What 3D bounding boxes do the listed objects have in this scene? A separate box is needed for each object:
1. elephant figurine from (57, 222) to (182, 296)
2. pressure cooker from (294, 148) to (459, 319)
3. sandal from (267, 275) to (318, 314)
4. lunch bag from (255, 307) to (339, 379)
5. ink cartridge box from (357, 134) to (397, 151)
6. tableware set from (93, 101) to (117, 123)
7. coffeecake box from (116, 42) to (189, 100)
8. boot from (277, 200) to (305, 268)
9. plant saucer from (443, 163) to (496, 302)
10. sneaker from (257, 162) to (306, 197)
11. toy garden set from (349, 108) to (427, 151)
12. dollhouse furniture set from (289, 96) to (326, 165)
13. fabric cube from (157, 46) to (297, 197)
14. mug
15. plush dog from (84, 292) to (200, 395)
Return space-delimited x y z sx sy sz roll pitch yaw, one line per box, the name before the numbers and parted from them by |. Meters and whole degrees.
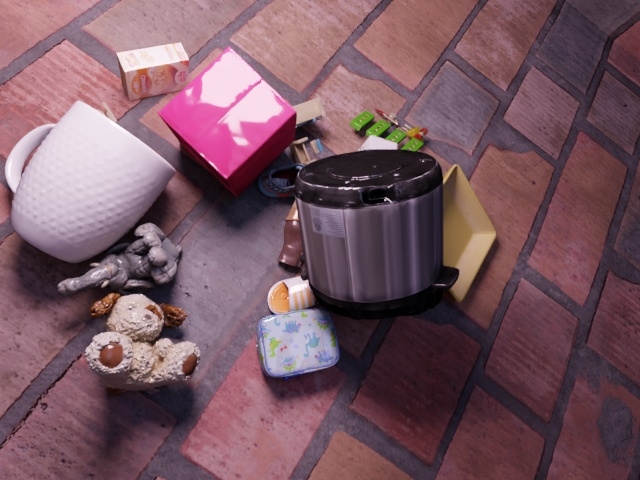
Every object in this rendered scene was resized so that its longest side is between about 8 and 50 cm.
elephant figurine | -0.497 0.069 1.097 0.239 0.186 0.169 -27 44 0
pressure cooker | 0.126 0.003 1.112 0.375 0.370 0.420 -12 114 -10
sandal | -0.026 0.141 1.263 0.265 0.076 0.102 -13 76 -22
lunch bag | -0.065 0.285 1.191 0.219 0.090 0.176 -6 73 -20
ink cartridge box | 0.183 -0.287 1.451 0.099 0.135 0.056 12 71 -14
tableware set | -0.627 -0.294 1.237 0.128 0.039 0.194 -32 78 -13
coffeecake box | -0.499 -0.506 1.294 0.185 0.142 0.068 -23 81 -24
boot | 0.000 0.000 1.336 0.248 0.090 0.207 15 82 -18
plant saucer | 0.424 -0.022 1.420 0.333 0.081 0.332 51 61 -25
sneaker | -0.056 -0.184 1.337 0.262 0.125 0.104 -8 84 -20
toy garden set | 0.253 -0.386 1.542 0.244 0.049 0.204 34 49 14
dollhouse furniture set | -0.053 -0.349 1.417 0.129 0.129 0.183 -27 106 -25
fabric cube | -0.248 -0.318 1.218 0.259 0.254 0.258 44 84 -1
mug | -0.610 -0.148 1.069 0.374 0.276 0.328 32 82 11
plush dog | -0.447 0.239 1.043 0.262 0.210 0.225 22 47 -41
